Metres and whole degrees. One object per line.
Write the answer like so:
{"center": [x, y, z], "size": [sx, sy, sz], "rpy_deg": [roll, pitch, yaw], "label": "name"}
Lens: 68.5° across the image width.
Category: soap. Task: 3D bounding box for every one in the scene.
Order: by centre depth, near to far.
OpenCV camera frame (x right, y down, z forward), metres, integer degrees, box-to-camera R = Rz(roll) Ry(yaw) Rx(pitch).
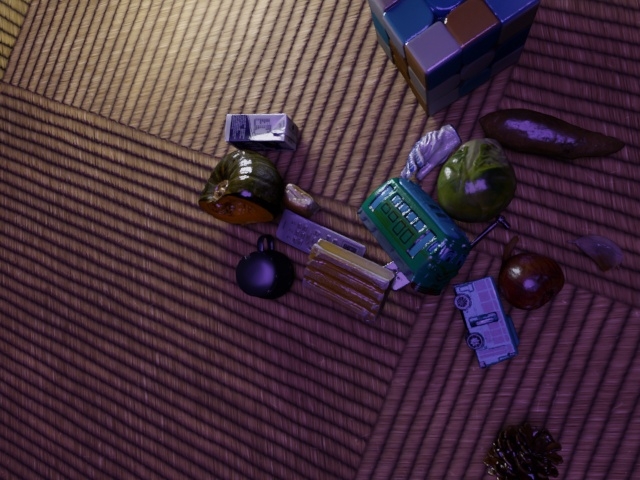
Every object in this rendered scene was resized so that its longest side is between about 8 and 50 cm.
{"center": [0.085, 0.125, 1.508], "size": [0.274, 0.089, 0.173], "rpy_deg": [26, 124, 18], "label": "soap"}

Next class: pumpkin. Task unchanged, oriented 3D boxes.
{"center": [-0.237, -0.179, 1.588], "size": [0.325, 0.242, 0.232], "rpy_deg": [1, 61, 43], "label": "pumpkin"}

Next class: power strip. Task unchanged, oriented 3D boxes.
{"center": [0.335, 0.058, 1.498], "size": [0.288, 0.053, 0.093], "rpy_deg": [-32, 78, 11], "label": "power strip"}

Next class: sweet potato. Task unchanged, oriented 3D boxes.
{"center": [0.684, -0.312, 1.400], "size": [0.423, 0.130, 0.130], "rpy_deg": [15, 89, 15], "label": "sweet potato"}

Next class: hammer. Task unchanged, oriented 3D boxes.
{"center": [0.510, -0.012, 1.473], "size": [0.178, 0.021, 0.065], "rpy_deg": [-43, 78, 8], "label": "hammer"}

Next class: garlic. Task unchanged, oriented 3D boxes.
{"center": [0.813, 0.026, 1.365], "size": [0.084, 0.066, 0.152], "rpy_deg": [-45, 79, 10], "label": "garlic"}

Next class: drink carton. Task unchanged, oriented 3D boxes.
{"center": [-0.202, -0.374, 1.634], "size": [0.223, 0.134, 0.101], "rpy_deg": [2, 84, 15], "label": "drink carton"}

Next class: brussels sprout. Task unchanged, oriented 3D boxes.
{"center": [0.469, -0.182, 1.403], "size": [0.220, 0.210, 0.271], "rpy_deg": [5, 72, 23], "label": "brussels sprout"}

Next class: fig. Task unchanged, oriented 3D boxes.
{"center": [0.591, 0.100, 1.385], "size": [0.175, 0.175, 0.207], "rpy_deg": [-47, 53, 7], "label": "fig"}

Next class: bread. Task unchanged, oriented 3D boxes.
{"center": [-0.073, -0.131, 1.595], "size": [0.125, 0.106, 0.082], "rpy_deg": [35, 94, 17], "label": "bread"}

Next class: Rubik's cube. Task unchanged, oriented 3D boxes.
{"center": [0.377, -0.643, 1.394], "size": [0.347, 0.347, 0.344], "rpy_deg": [-33, 79, 11], "label": "Rubik's cube"}

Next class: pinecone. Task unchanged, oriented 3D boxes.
{"center": [0.581, 0.612, 1.329], "size": [0.186, 0.168, 0.212], "rpy_deg": [18, 104, 2], "label": "pinecone"}

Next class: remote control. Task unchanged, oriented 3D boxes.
{"center": [0.000, 0.000, 1.593], "size": [0.313, 0.055, 0.109], "rpy_deg": [26, 111, 13], "label": "remote control"}

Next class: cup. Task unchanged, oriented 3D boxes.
{"center": [-0.189, 0.088, 1.572], "size": [0.169, 0.176, 0.222], "rpy_deg": [-5, 85, 18], "label": "cup"}

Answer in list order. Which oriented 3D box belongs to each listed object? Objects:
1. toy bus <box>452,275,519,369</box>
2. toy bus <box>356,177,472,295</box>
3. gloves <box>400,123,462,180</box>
{"center": [0.491, 0.239, 1.403], "size": [0.147, 0.128, 0.255], "rpy_deg": [-19, 80, 14], "label": "toy bus"}
{"center": [0.283, -0.026, 1.386], "size": [0.199, 0.184, 0.343], "rpy_deg": [-51, 51, 22], "label": "toy bus"}
{"center": [0.347, -0.275, 1.503], "size": [0.229, 0.097, 0.119], "rpy_deg": [-41, 122, 0], "label": "gloves"}
